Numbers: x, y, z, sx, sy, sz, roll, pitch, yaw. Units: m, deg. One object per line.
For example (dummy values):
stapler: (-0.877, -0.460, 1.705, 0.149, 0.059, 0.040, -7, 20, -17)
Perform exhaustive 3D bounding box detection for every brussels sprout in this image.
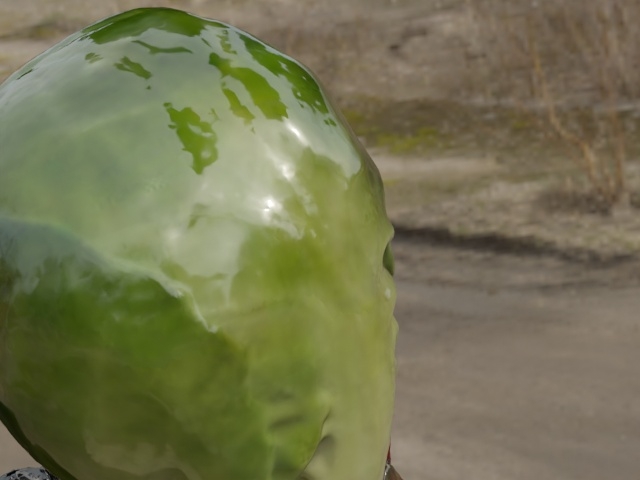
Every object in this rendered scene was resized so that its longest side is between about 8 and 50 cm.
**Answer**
brussels sprout: (-0.089, 0.034, 0.879, 0.281, 0.355, 0.289, -29, 8, -26)

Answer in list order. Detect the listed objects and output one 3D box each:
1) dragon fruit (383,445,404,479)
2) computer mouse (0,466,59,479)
dragon fruit: (-0.056, 0.194, 1.146, 0.233, 0.293, 0.234, -35, 5, 4)
computer mouse: (-0.302, 0.342, 1.603, 0.146, 0.241, 0.077, -38, 46, 8)
